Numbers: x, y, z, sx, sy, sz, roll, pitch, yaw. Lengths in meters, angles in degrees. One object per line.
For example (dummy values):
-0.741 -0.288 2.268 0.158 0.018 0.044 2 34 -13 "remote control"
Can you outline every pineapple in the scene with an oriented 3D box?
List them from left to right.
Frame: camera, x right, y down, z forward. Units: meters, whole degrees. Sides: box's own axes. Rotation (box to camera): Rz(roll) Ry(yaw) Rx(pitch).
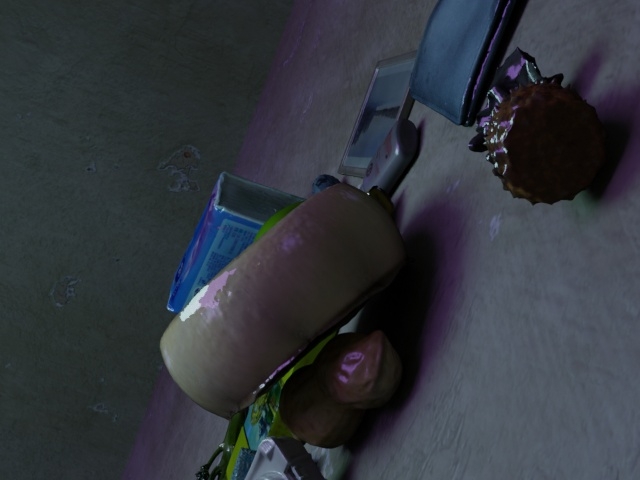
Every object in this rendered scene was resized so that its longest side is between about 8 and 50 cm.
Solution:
0.199 -0.109 1.078 0.119 0.111 0.237 -37 13 8 "pineapple"

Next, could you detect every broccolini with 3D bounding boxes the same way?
-0.179 0.349 2.030 0.079 0.074 0.392 -53 21 33 "broccolini"

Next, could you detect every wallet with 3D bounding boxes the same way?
0.200 -0.303 1.486 0.251 0.054 0.290 -116 46 -75 "wallet"

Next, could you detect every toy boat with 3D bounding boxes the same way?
-0.082 0.372 1.421 0.269 0.141 0.141 -56 17 28 "toy boat"

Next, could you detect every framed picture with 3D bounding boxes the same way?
0.098 -0.202 1.852 0.289 0.016 0.213 -154 84 -78 "framed picture"

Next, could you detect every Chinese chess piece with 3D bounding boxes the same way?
-0.042 0.077 1.421 0.338 0.140 0.338 -40 -5 -4 "Chinese chess piece"

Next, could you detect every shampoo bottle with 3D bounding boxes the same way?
0.091 -0.101 1.662 0.165 0.040 0.080 124 157 -45 "shampoo bottle"

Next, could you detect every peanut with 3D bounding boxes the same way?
0.025 0.179 1.374 0.263 0.101 0.117 -50 46 51 "peanut"

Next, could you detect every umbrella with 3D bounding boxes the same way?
0.020 -0.052 1.876 0.250 0.053 0.052 -106 30 -68 "umbrella"

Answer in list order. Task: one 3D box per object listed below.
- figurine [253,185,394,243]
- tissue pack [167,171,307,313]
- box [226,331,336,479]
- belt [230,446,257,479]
0.000 0.000 1.666 0.263 0.143 0.162 -34 7 46 "figurine"
-0.147 0.030 2.118 0.146 0.198 0.263 -90 23 -55 "tissue pack"
-0.064 0.252 1.765 0.187 0.047 0.335 -131 61 -75 "box"
-0.096 0.380 1.605 0.147 0.082 0.163 -84 8 -80 "belt"
